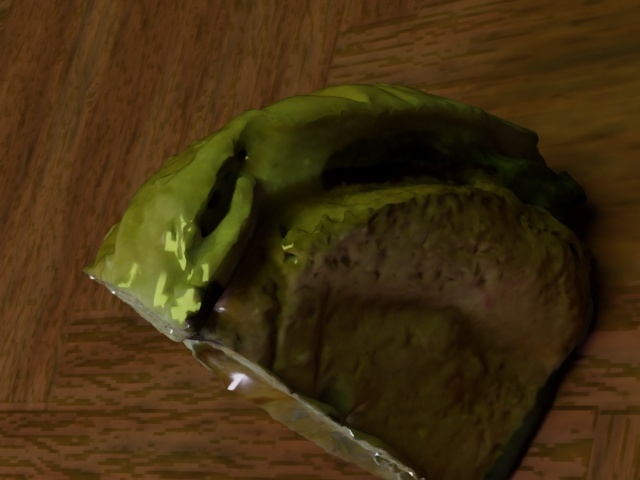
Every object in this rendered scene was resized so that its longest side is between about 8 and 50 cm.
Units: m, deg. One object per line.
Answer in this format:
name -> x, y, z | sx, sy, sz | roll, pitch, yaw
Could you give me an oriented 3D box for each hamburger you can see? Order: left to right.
hamburger -> 0.000, 0.000, 0.722 | 0.135, 0.207, 0.155 | 24, 89, 46
